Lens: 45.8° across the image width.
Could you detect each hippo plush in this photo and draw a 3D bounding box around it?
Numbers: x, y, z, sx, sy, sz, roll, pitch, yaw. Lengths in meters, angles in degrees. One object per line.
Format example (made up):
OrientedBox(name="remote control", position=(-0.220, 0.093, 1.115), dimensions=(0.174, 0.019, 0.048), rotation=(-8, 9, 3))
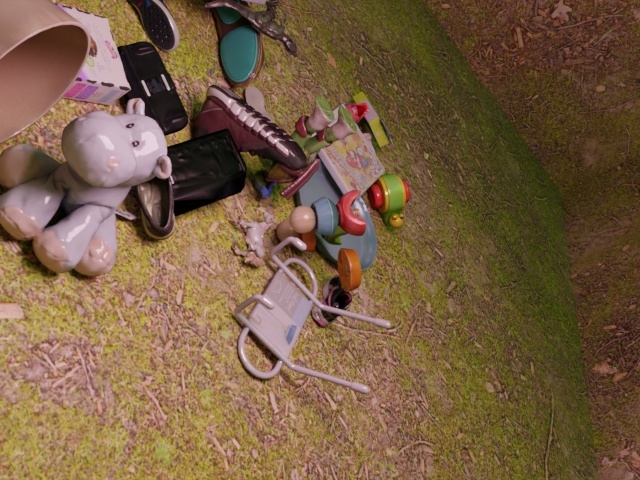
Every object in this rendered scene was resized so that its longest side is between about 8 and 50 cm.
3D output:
OrientedBox(name="hippo plush", position=(-0.342, -0.086, 1.221), dimensions=(0.294, 0.236, 0.234), rotation=(-4, 70, -57))

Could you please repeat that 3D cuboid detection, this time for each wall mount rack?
OrientedBox(name="wall mount rack", position=(-0.016, 0.168, 1.591), dimensions=(0.304, 0.130, 0.350), rotation=(45, 38, -14))

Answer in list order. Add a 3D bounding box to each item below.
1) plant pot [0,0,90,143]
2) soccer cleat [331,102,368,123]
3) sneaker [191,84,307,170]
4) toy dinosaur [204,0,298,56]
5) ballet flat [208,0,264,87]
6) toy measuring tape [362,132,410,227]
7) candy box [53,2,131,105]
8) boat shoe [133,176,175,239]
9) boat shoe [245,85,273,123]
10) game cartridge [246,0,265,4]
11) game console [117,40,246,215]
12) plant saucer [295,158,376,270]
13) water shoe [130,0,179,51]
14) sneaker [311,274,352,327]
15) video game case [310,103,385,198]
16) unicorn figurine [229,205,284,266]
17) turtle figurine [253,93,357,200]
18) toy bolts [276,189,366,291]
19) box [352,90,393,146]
OrientedBox(name="plant pot", position=(-0.540, -0.324, 1.141), dimensions=(0.274, 0.256, 0.256), rotation=(44, 32, 0))
OrientedBox(name="soccer cleat", position=(0.057, -0.353, 2.177), dimensions=(0.083, 0.095, 0.248), rotation=(61, 30, -2))
OrientedBox(name="sneaker", position=(-0.167, -0.197, 1.632), dimensions=(0.281, 0.163, 0.106), rotation=(41, 15, 19))
OrientedBox(name="toy dinosaur", position=(-0.151, -0.551, 1.849), dimensions=(0.268, 0.064, 0.118), rotation=(23, 53, -27))
OrientedBox(name="ballet flat", position=(-0.204, -0.518, 1.925), dimensions=(0.124, 0.116, 0.343), rotation=(41, 28, -66))
OrientedBox(name="toy measuring tape", position=(0.183, -0.192, 2.213), dimensions=(0.121, 0.121, 0.330), rotation=(13, 56, -52))
OrientedBox(name="candy box", position=(-0.467, -0.347, 1.404), dimensions=(0.196, 0.070, 0.165), rotation=(-1, 67, -56))
OrientedBox(name="boat shoe", position=(-0.311, -0.114, 1.403), dimensions=(0.080, 0.073, 0.224), rotation=(-12, 83, -23))
OrientedBox(name="boat shoe", position=(-0.154, -0.324, 1.892), dimensions=(0.046, 0.038, 0.125), rotation=(-25, 80, -18))
OrientedBox(name="game cartridge", position=(-0.270, -0.629, 1.768), dimensions=(0.297, 0.062, 0.198), rotation=(11, 24, -17))
OrientedBox(name="game console", position=(-0.298, -0.236, 1.522), dimensions=(0.213, 0.044, 0.362), rotation=(-23, 87, -35))
OrientedBox(name="plant saucer", position=(0.035, -0.061, 1.966), dimensions=(0.317, 0.043, 0.318), rotation=(36, 40, -38))
OrientedBox(name="water shoe", position=(-0.367, -0.520, 1.691), dimensions=(0.203, 0.072, 0.080), rotation=(58, 28, -9))
OrientedBox(name="sneaker", position=(0.046, 0.137, 1.790), dimensions=(0.072, 0.077, 0.178), rotation=(52, 32, -18))
OrientedBox(name="video game case", position=(0.071, -0.240, 2.065), dimensions=(0.227, 0.026, 0.206), rotation=(57, 40, -10))
OrientedBox(name="unicorn figurine", position=(-0.144, -0.014, 1.653), dimensions=(0.111, 0.060, 0.162), rotation=(26, 62, -46))
OrientedBox(name="turtle figurine", position=(-0.067, -0.250, 1.746), dimensions=(0.198, 0.266, 0.275), rotation=(43, 32, -26))
OrientedBox(name="toy bolts", position=(0.000, 0.000, 1.685), dimensions=(0.158, 0.228, 0.218), rotation=(-7, 66, -15))
OrientedBox(name="box", position=(0.160, -0.366, 2.319), dimensions=(0.109, 0.042, 0.178), rotation=(57, 7, -44))
